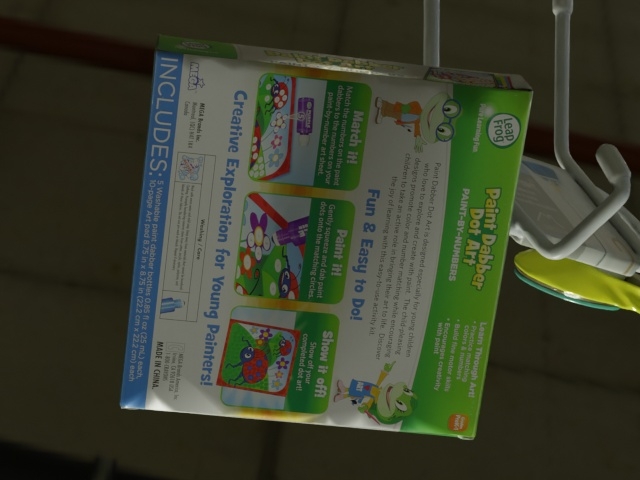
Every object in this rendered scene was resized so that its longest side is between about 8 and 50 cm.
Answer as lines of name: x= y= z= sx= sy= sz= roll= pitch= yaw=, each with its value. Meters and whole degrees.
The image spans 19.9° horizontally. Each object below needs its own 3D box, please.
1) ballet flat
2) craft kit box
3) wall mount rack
ballet flat: x=0.296 y=0.035 z=1.678 sx=0.231 sy=0.077 sz=0.077 roll=22 pitch=-157 yaw=0
craft kit box: x=0.000 y=0.000 z=1.215 sx=0.247 sy=0.250 sz=0.061 roll=7 pitch=-163 yaw=-4
wall mount rack: x=0.187 y=-0.100 z=1.471 sx=0.350 sy=0.130 sz=0.304 roll=14 pitch=-145 yaw=-51
